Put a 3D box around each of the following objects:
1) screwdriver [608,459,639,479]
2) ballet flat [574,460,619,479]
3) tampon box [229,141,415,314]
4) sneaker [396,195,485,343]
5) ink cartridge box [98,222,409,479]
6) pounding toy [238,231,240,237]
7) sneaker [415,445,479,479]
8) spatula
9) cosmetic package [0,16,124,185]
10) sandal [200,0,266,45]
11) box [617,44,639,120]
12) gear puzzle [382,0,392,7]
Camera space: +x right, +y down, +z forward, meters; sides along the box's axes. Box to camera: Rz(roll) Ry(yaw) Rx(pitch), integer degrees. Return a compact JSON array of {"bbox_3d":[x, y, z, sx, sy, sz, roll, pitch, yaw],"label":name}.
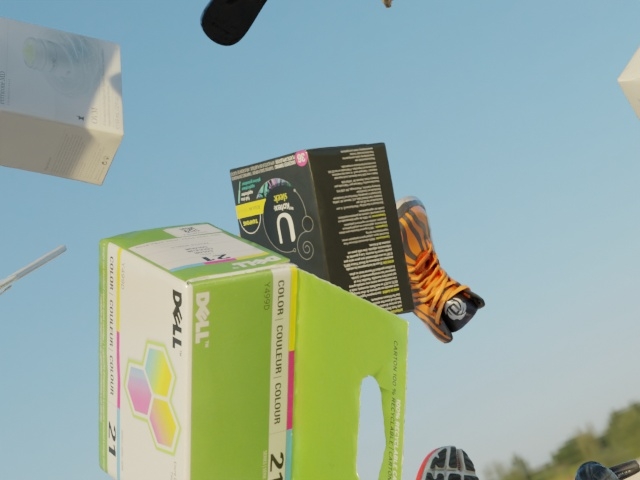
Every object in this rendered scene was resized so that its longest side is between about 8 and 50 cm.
[{"bbox_3d":[0.380,0.356,1.973,0.170,0.025,0.024,-26,31,7],"label":"screwdriver"},{"bbox_3d":[0.324,0.304,1.465,0.057,0.173,0.049,-32,24,24],"label":"ballet flat"},{"bbox_3d":[0.000,0.000,1.269,0.101,0.161,0.120,-8,-2,-41],"label":"tampon box"},{"bbox_3d":[0.180,0.052,2.198,0.124,0.180,0.321,-44,-24,-7],"label":"sneaker"},{"bbox_3d":[-0.054,0.109,0.948,0.097,0.188,0.255,-8,18,-34],"label":"ink cartridge box"},{"bbox_3d":[-0.012,0.036,1.707,0.154,0.269,0.155,-11,-11,-46],"label":"pounding toy"},{"bbox_3d":[0.127,0.397,1.748,0.107,0.279,0.118,14,-9,-33],"label":"sneaker"},{"bbox_3d":[-0.300,0.060,1.111,0.168,0.019,0.242,-34,5,12],"label":"spatula"},{"bbox_3d":[-0.456,-0.234,2.292,0.225,0.224,0.138,9,-42,-22],"label":"cosmetic package"},{"bbox_3d":[-0.092,-0.408,2.075,0.097,0.254,0.054,24,7,-19],"label":"sandal"},{"bbox_3d":[0.609,-0.183,1.982,0.168,0.345,0.215,4,50,47],"label":"box"},{"bbox_3d":[0.050,-0.433,1.695,0.044,0.175,0.339,-13,-19,13],"label":"gear puzzle"}]
